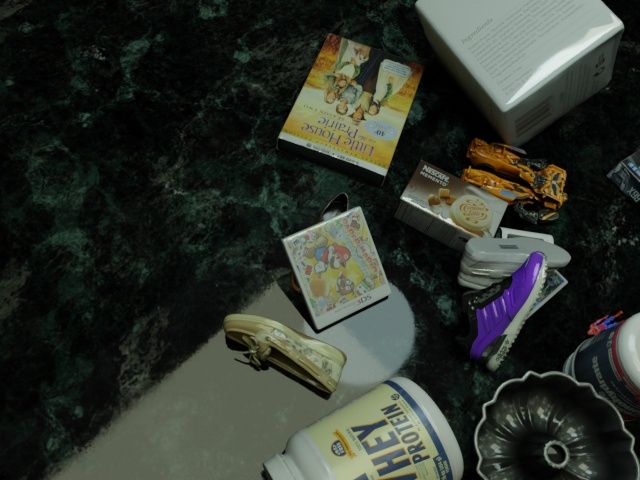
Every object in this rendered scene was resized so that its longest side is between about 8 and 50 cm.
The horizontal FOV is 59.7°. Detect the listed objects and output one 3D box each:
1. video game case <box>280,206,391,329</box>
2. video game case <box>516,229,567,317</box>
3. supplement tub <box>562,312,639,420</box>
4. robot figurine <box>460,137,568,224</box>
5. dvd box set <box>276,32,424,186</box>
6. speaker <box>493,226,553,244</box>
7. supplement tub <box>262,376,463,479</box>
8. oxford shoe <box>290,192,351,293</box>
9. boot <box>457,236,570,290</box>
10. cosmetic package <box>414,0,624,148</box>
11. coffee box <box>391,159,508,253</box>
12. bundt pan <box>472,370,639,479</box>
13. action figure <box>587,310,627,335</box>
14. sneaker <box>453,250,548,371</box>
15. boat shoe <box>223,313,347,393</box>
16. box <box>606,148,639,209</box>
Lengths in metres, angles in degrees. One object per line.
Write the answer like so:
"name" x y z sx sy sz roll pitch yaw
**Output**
"video game case" 0.041 0.063 1.298 0.206 0.026 0.227 -24 99 -18
"video game case" 0.490 0.094 1.402 0.201 0.023 0.183 -33 72 -22
"supplement tub" 0.662 0.277 1.191 0.191 0.272 0.191 3 63 -5
"robot figurine" 0.528 -0.163 1.497 0.290 0.085 0.211 19 64 2
"dvd box set" 0.093 -0.377 1.563 0.307 0.062 0.421 21 63 4
"speaker" 0.512 0.003 1.406 0.136 0.055 0.055 9 63 -4
"supplement tub" 0.078 0.433 1.063 0.324 0.235 0.235 -25 69 -18
"oxford shoe" 0.000 0.000 1.344 0.096 0.098 0.271 21 63 3
"boot" 0.456 0.065 1.338 0.258 0.123 0.095 5 34 -6
"cosmetic package" 0.513 -0.519 1.475 0.327 0.329 0.394 -36 71 13
"coffee box" 0.327 -0.078 1.423 0.246 0.098 0.141 29 64 7
"bundt pan" 0.466 0.444 1.157 0.330 0.124 0.331 0 68 -1
"action figure" 0.700 0.207 1.369 0.115 0.030 0.038 -21 73 -14
"sneaker" 0.396 0.140 1.263 0.146 0.102 0.293 28 101 17
"boat shoe" -0.085 0.240 1.211 0.285 0.105 0.089 20 60 2
"box" 0.995 -0.135 1.546 0.242 0.076 0.307 -28 70 -19
